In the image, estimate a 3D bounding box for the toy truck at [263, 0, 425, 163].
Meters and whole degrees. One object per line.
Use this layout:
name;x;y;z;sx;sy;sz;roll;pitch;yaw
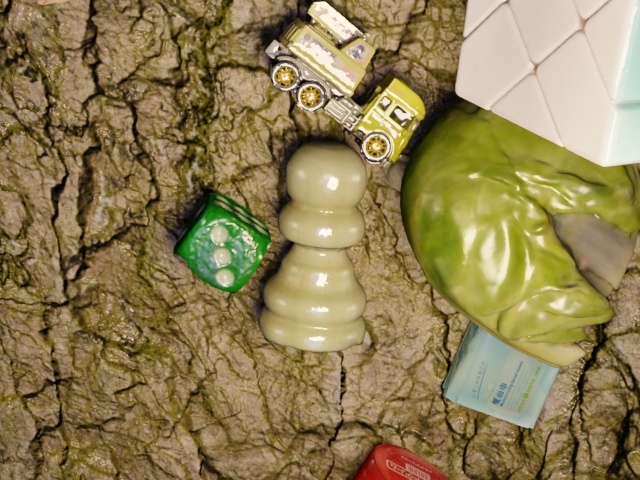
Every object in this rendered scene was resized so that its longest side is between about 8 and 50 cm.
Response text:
toy truck;0.045;-0.253;1.855;0.272;0.124;0.157;37;99;-11

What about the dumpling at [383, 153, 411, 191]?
dumpling;0.143;-0.108;1.941;0.052;0.076;0.057;22;113;-33

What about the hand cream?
hand cream;0.140;0.465;2.066;0.193;0.193;0.125;27;108;-10

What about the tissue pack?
tissue pack;0.340;0.181;2.028;0.177;0.089;0.263;19;106;-6

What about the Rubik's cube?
Rubik's cube;0.405;-0.303;1.523;0.316;0.319;0.322;-7;116;-30

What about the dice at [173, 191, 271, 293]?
dice;-0.160;0.003;1.932;0.128;0.131;0.120;34;102;-11

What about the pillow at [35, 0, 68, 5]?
pillow;-0.349;-0.440;1.823;0.232;0.043;0.126;-6;104;3

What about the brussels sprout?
brussels sprout;0.301;-0.052;1.803;0.361;0.342;0.425;21;69;1

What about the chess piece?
chess piece;0.000;0.000;1.914;0.182;0.182;0.330;5;107;-3
